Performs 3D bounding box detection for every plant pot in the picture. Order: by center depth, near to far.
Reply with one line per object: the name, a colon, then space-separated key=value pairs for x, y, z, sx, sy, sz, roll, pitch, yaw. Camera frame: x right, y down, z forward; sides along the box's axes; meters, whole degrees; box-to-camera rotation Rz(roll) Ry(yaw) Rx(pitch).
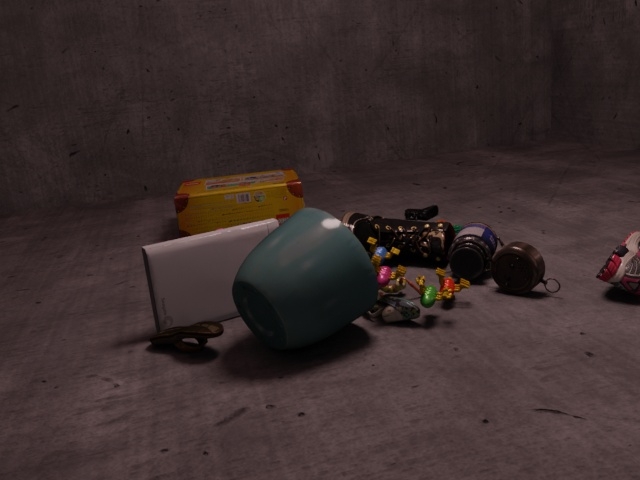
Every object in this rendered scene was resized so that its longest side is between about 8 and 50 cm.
plant pot: x=-0.055 y=0.109 z=1.420 sx=0.235 sy=0.292 sz=0.293 roll=-36 pitch=30 yaw=-31

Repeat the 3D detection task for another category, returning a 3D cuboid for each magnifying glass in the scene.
magnifying glass: x=0.476 y=-0.040 z=2.206 sx=0.092 sy=0.026 sz=0.231 roll=-11 pitch=18 yaw=-16

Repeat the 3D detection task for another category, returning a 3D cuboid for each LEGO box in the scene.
LEGO box: x=-0.327 y=-0.152 z=2.577 sx=0.501 sy=0.193 sz=0.372 roll=-7 pitch=16 yaw=-5

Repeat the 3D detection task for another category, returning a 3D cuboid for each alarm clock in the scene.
alarm clock: x=0.514 y=0.080 z=1.586 sx=0.192 sy=0.129 sz=0.064 roll=27 pitch=32 yaw=26

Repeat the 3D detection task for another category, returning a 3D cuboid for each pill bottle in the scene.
pill bottle: x=0.431 y=0.031 z=1.779 sx=0.123 sy=0.122 sz=0.219 roll=1 pitch=17 yaw=22

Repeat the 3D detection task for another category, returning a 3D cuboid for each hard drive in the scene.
hard drive: x=-0.261 y=0.091 z=1.609 sx=0.353 sy=0.232 sz=0.047 roll=-14 pitch=17 yaw=-26

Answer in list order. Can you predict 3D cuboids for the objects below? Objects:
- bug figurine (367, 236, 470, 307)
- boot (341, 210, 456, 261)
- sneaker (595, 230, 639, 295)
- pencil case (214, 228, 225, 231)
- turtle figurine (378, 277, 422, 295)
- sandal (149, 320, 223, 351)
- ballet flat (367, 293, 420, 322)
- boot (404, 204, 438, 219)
bug figurine: x=0.222 y=0.091 z=1.550 sx=0.279 sy=0.072 sz=0.216 roll=26 pitch=20 yaw=10
boot: x=0.236 y=-0.006 z=1.877 sx=0.285 sy=0.138 sz=0.377 roll=4 pitch=-3 yaw=24
sneaker: x=0.791 y=0.067 z=1.582 sx=0.112 sy=0.120 sz=0.299 roll=36 pitch=34 yaw=23
pencil case: x=-0.297 y=0.006 z=2.196 sx=0.209 sy=0.095 sz=0.098 roll=11 pitch=58 yaw=41
turtle figurine: x=0.131 y=0.107 z=1.692 sx=0.270 sy=0.087 sz=0.217 roll=14 pitch=8 yaw=-12
sandal: x=-0.311 y=0.232 z=1.466 sx=0.220 sy=0.060 sz=0.090 roll=-14 pitch=4 yaw=29
ballet flat: x=0.159 y=0.169 z=1.525 sx=0.070 sy=0.070 sz=0.188 roll=-17 pitch=17 yaw=-35
boot: x=0.394 y=-0.110 z=2.451 sx=0.099 sy=0.045 sz=0.121 roll=3 pitch=18 yaw=38
